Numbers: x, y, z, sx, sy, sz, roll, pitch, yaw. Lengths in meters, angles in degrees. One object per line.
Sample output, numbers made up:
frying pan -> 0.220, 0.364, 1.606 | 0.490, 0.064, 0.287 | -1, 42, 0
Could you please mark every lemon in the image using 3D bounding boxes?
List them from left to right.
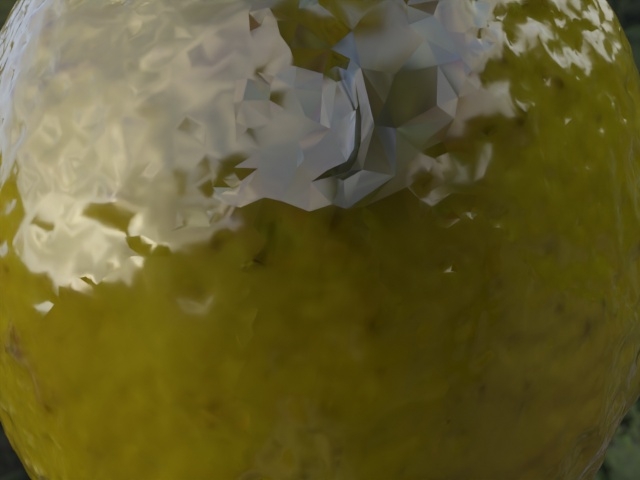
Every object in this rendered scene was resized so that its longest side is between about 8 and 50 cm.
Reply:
lemon -> 0.000, 0.000, 0.632 | 0.253, 0.310, 0.253 | -1, -17, 0
